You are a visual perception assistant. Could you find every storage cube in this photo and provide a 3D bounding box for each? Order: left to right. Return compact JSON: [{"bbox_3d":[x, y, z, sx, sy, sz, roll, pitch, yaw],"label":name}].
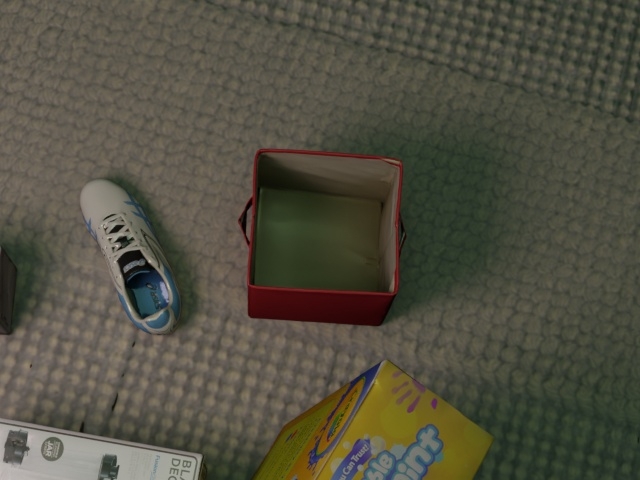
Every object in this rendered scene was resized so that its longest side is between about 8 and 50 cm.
[{"bbox_3d":[0.000,0.000,1.822,0.214,0.193,0.184,3,75,-2],"label":"storage cube"}]

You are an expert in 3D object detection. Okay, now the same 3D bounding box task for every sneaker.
[{"bbox_3d":[-0.252,0.016,1.858,0.085,0.086,0.237,-27,77,-8],"label":"sneaker"}]

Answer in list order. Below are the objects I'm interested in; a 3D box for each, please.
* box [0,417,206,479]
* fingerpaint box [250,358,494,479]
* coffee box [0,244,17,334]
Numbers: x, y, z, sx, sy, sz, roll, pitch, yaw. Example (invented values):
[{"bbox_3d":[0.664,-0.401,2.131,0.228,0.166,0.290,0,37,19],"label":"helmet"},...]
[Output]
[{"bbox_3d":[-0.290,0.292,1.737,0.289,0.169,0.087,10,74,-2],"label":"box"},{"bbox_3d":[-0.034,0.392,1.571,0.163,0.371,0.445,36,63,-5],"label":"fingerpaint box"},{"bbox_3d":[-0.529,0.058,1.800,0.246,0.141,0.098,4,75,-3],"label":"coffee box"}]
